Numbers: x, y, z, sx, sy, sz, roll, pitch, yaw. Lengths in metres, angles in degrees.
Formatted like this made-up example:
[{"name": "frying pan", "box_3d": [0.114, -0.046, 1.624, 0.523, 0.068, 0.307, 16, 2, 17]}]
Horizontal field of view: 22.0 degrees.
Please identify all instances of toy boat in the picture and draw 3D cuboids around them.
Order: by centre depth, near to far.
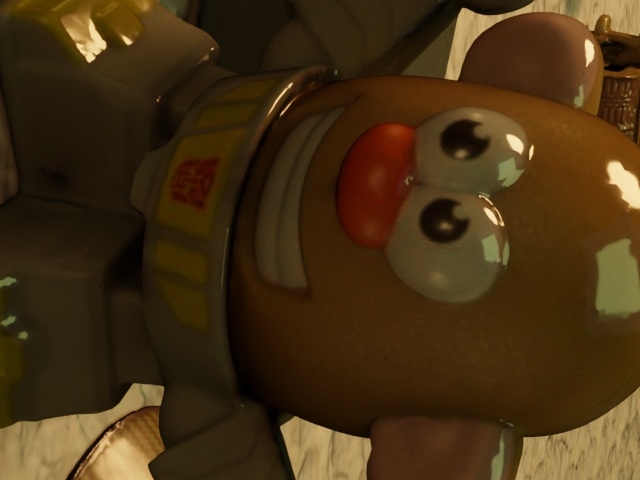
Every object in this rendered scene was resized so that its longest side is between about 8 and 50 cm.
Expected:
[{"name": "toy boat", "box_3d": [0.269, -0.096, 1.539, 0.088, 0.068, 0.226, -32, 131, -54]}]

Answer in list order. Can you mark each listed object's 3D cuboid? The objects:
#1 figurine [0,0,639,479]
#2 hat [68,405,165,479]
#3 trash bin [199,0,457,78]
[{"name": "figurine", "box_3d": [0.001, -0.001, 0.652, 0.167, 0.285, 0.342, -6, 106, -68]}, {"name": "hat", "box_3d": [-0.068, 0.185, 0.829, 0.193, 0.082, 0.193, 10, 90, -66]}, {"name": "trash bin", "box_3d": [0.006, -0.109, 0.866, 0.176, 0.101, 0.236, -3, 105, -69]}]
